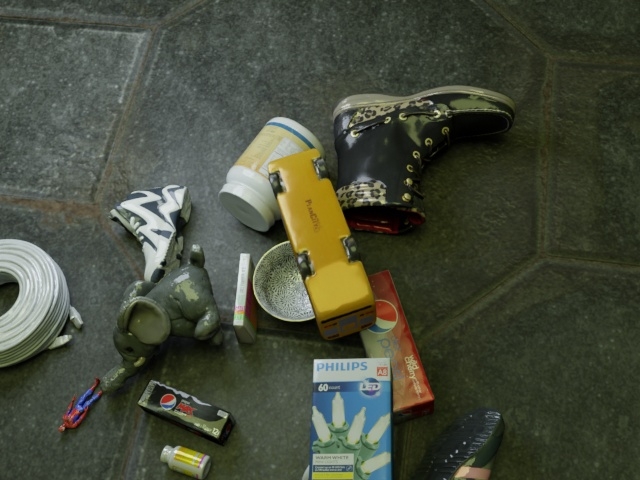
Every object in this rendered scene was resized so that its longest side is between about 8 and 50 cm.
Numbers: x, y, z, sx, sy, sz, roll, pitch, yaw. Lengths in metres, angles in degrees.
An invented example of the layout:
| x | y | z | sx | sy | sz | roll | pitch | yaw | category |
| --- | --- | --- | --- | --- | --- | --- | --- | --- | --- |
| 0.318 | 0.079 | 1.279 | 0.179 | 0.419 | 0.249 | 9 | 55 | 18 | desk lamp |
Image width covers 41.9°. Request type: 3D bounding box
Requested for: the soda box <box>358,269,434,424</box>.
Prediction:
| x | y | z | sx | sy | sz | roll | pitch | yaw | category |
| --- | --- | --- | --- | --- | --- | --- | --- | --- | --- |
| 0.124 | 0.193 | 1.520 | 0.092 | 0.083 | 0.263 | -16 | 63 | -2 | soda box |

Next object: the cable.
| x | y | z | sx | sy | sz | roll | pitch | yaw | category |
| --- | --- | --- | --- | --- | --- | --- | --- | --- | --- |
| -0.619 | 0.122 | 1.620 | 0.257 | 0.089 | 0.257 | -27 | 63 | -9 | cable |

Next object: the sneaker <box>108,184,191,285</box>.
| x | y | z | sx | sy | sz | roll | pitch | yaw | category |
| --- | --- | --- | --- | --- | --- | --- | --- | --- | --- |
| -0.356 | -0.012 | 1.666 | 0.153 | 0.094 | 0.235 | 3 | 62 | 8 | sneaker |

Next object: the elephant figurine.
| x | y | z | sx | sy | sz | roll | pitch | yaw | category |
| --- | --- | --- | --- | --- | --- | --- | --- | --- | --- |
| -0.308 | 0.147 | 1.527 | 0.239 | 0.169 | 0.186 | -14 | 65 | -11 | elephant figurine |

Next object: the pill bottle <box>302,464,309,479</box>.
| x | y | z | sx | sy | sz | roll | pitch | yaw | category |
| --- | --- | --- | --- | --- | --- | --- | --- | --- | --- |
| 0.054 | 0.421 | 1.404 | 0.160 | 0.087 | 0.087 | 31 | 69 | 19 | pill bottle |

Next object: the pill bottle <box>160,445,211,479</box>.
| x | y | z | sx | sy | sz | roll | pitch | yaw | category |
| --- | --- | --- | --- | --- | --- | --- | --- | --- | --- |
| -0.237 | 0.388 | 1.471 | 0.083 | 0.043 | 0.043 | 16 | 65 | 13 | pill bottle |

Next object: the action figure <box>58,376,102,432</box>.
| x | y | z | sx | sy | sz | roll | pitch | yaw | category |
| --- | --- | --- | --- | --- | --- | --- | --- | --- | --- |
| -0.442 | 0.306 | 1.543 | 0.038 | 0.030 | 0.115 | 32 | 71 | 14 | action figure |

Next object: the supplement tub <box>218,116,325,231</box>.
| x | y | z | sx | sy | sz | roll | pitch | yaw | category |
| --- | --- | --- | --- | --- | --- | --- | --- | --- | --- |
| -0.098 | -0.132 | 1.677 | 0.144 | 0.144 | 0.200 | 28 | 69 | 18 | supplement tub |

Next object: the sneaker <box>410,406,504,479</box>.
| x | y | z | sx | sy | sz | roll | pitch | yaw | category |
| --- | --- | --- | --- | --- | --- | --- | --- | --- | --- |
| 0.226 | 0.423 | 1.394 | 0.112 | 0.131 | 0.319 | -7 | 32 | 50 | sneaker |

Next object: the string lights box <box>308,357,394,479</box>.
| x | y | z | sx | sy | sz | roll | pitch | yaw | category |
| --- | --- | --- | --- | --- | --- | --- | --- | --- | --- |
| 0.052 | 0.326 | 1.361 | 0.133 | 0.077 | 0.260 | -3 | 57 | 7 | string lights box |

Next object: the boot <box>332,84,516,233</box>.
| x | y | z | sx | sy | sz | roll | pitch | yaw | category |
| --- | --- | --- | --- | --- | --- | --- | --- | --- | --- |
| 0.197 | -0.162 | 1.670 | 0.377 | 0.138 | 0.284 | 1 | 61 | 10 | boot |

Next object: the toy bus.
| x | y | z | sx | sy | sz | roll | pitch | yaw | category |
| --- | --- | --- | --- | --- | --- | --- | --- | --- | --- |
| 0.000 | 0.000 | 1.514 | 0.108 | 0.130 | 0.333 | -18 | 61 | -3 | toy bus |

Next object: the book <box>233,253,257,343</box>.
| x | y | z | sx | sy | sz | roll | pitch | yaw | category |
| --- | --- | --- | --- | --- | --- | --- | --- | --- | --- |
| -0.140 | 0.110 | 1.580 | 0.035 | 0.096 | 0.144 | 0 | 62 | 6 | book |

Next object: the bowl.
| x | y | z | sx | sy | sz | roll | pitch | yaw | category |
| --- | --- | --- | --- | --- | --- | --- | --- | --- | --- |
| -0.039 | 0.091 | 1.591 | 0.170 | 0.080 | 0.170 | -2 | 62 | 3 | bowl |

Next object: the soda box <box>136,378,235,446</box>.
| x | y | z | sx | sy | sz | roll | pitch | yaw | category |
| --- | --- | --- | --- | --- | --- | --- | --- | --- | --- |
| -0.241 | 0.309 | 1.505 | 0.168 | 0.060 | 0.053 | 21 | 67 | 14 | soda box |
